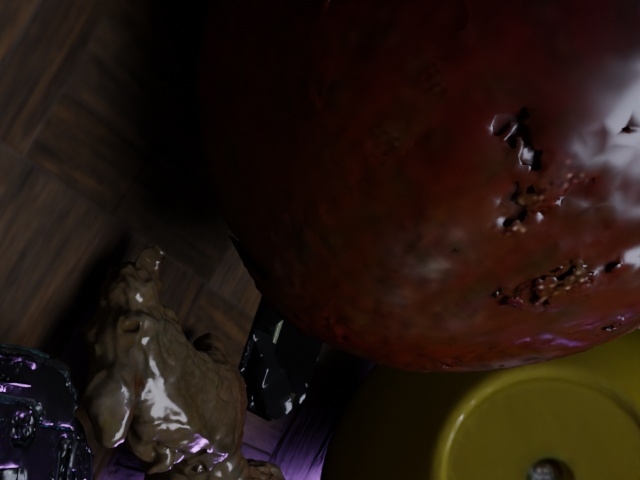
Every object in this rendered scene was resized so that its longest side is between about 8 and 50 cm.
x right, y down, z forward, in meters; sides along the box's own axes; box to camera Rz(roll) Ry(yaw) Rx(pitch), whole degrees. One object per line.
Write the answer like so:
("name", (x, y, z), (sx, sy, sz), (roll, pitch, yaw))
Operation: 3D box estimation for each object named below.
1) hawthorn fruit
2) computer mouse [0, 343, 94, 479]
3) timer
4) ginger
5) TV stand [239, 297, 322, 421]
("hawthorn fruit", (0.077, -0.082, 0.591), (0.316, 0.316, 0.316), (-41, 143, -40))
("computer mouse", (-0.176, 0.114, 0.488), (0.242, 0.077, 0.146), (35, 58, -70))
("timer", (0.165, 0.231, 0.951), (0.376, 0.376, 0.387), (-57, 164, -19))
("ginger", (-0.080, 0.123, 0.695), (0.290, 0.084, 0.122), (72, 16, -52))
("TV stand", (0.000, 0.000, 0.774), (0.042, 0.036, 0.249), (3, 108, -60))
